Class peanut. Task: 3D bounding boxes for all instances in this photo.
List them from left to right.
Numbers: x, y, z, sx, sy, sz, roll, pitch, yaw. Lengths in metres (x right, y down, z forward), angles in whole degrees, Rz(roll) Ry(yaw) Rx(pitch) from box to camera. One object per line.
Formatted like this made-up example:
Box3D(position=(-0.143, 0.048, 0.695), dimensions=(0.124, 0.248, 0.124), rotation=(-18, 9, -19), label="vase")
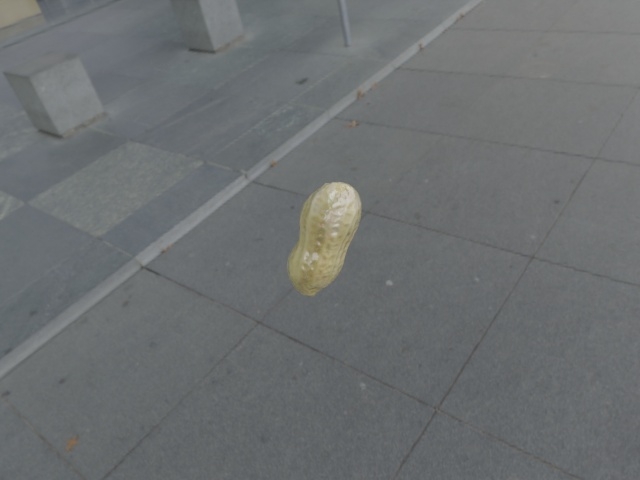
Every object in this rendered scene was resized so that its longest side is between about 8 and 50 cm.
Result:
Box3D(position=(0.000, 0.000, 0.848), dimensions=(0.098, 0.214, 0.090), rotation=(34, 31, 27), label="peanut")
